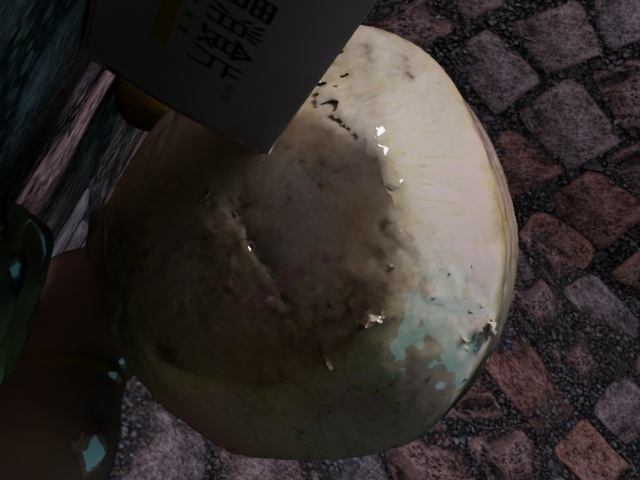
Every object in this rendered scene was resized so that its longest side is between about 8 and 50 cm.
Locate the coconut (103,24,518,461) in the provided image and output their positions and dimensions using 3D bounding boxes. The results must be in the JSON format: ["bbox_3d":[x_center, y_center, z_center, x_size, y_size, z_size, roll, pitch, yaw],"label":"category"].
[{"bbox_3d":[0.000,0.000,0.933,0.353,0.352,0.352,-59,-174,11],"label":"coconut"}]

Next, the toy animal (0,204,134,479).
[{"bbox_3d":[-0.218,0.113,0.955,0.165,0.149,0.248,71,32,-50],"label":"toy animal"}]

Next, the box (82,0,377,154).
[{"bbox_3d":[-0.020,-0.192,0.647,0.173,0.145,0.333,-60,-174,-20],"label":"box"}]

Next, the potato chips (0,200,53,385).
[{"bbox_3d":[-0.256,0.173,0.666,0.389,0.097,0.373,-61,-168,8],"label":"potato chips"}]

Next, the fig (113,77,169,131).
[{"bbox_3d":[-0.131,-0.124,1.033,0.084,0.098,0.082,113,3,-56],"label":"fig"}]
